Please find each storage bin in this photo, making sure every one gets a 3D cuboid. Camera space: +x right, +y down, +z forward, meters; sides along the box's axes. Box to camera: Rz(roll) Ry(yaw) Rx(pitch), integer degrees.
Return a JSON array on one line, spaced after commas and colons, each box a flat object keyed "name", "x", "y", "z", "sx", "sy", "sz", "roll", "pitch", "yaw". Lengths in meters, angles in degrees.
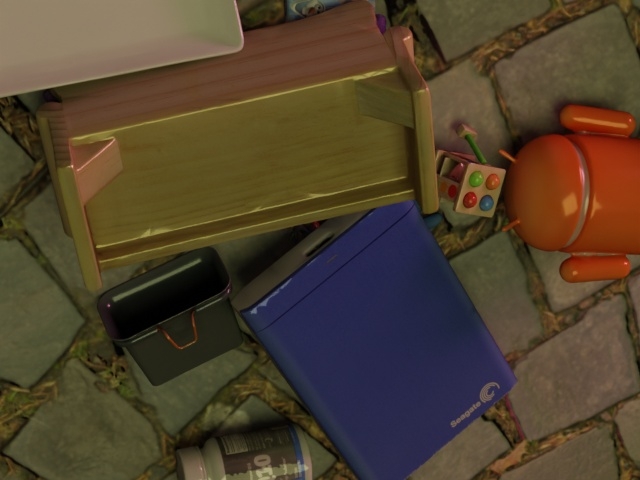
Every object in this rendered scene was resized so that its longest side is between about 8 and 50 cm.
[{"name": "storage bin", "x": -0.143, "y": 0.087, "z": 1.689, "sx": 0.135, "sy": 0.098, "sz": 0.091, "roll": -27, "pitch": 129, "yaw": -4}]

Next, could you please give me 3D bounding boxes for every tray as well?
[{"name": "tray", "x": -0.215, "y": -0.221, "z": 1.537, "sx": 0.270, "sy": 0.030, "sz": 0.145, "roll": -12, "pitch": 93, "yaw": -12}]

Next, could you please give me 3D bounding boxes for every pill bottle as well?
[{"name": "pill bottle", "x": -0.083, "y": 0.246, "z": 1.784, "sx": 0.137, "sy": 0.078, "sz": 0.078, "roll": -9, "pitch": 116, "yaw": -14}]

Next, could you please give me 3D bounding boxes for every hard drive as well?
[{"name": "hard drive", "x": 0.065, "y": 0.109, "z": 1.750, "sx": 0.210, "sy": 0.040, "sz": 0.318, "roll": -39, "pitch": 127, "yaw": -8}]

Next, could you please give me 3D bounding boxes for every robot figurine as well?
[{"name": "robot figurine", "x": 0.288, "y": -0.050, "z": 1.741, "sx": 0.219, "sy": 0.128, "sz": 0.158, "roll": 2, "pitch": 124, "yaw": -19}]

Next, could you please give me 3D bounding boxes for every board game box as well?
[{"name": "board game box", "x": 0.010, "y": -0.225, "z": 1.631, "sx": 0.090, "sy": 0.020, "sz": 0.090, "roll": -9, "pitch": 117, "yaw": -13}]

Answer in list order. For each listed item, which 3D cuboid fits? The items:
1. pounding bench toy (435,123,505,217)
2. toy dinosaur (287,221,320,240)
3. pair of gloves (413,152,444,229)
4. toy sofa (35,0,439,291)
[{"name": "pounding bench toy", "x": 0.154, "y": -0.073, "z": 1.702, "sx": 0.052, "sy": 0.065, "sz": 0.083, "roll": 8, "pitch": 103, "yaw": -36}, {"name": "toy dinosaur", "x": 0.000, "y": 0.000, "z": 1.720, "sx": 0.082, "sy": 0.047, "sz": 0.090, "roll": 20, "pitch": 98, "yaw": -39}, {"name": "pair of gloves", "x": 0.051, "y": -0.065, "z": 1.701, "sx": 0.159, "sy": 0.023, "sz": 0.198, "roll": -42, "pitch": 122, "yaw": -10}, {"name": "toy sofa", "x": -0.078, "y": -0.094, "z": 1.576, "sx": 0.363, "sy": 0.177, "sz": 0.150, "roll": -13, "pitch": 128, "yaw": -7}]
